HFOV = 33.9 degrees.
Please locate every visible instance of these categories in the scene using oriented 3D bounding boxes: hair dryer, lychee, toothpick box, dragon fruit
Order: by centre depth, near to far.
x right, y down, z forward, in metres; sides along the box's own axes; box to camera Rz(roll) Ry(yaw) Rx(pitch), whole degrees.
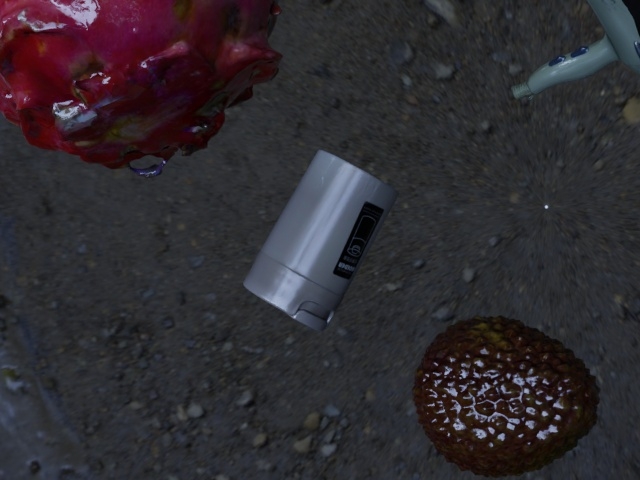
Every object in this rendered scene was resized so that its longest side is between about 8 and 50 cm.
[{"bbox_3d":[-0.196,-0.224,1.075,0.387,0.371,0.248,-22,52,17],"label":"dragon fruit"},{"bbox_3d":[0.000,0.000,1.195,0.111,0.111,0.180,29,90,10],"label":"toothpick box"},{"bbox_3d":[0.258,0.219,1.478,0.271,0.236,0.235,0,92,38],"label":"lychee"},{"bbox_3d":[0.390,-0.318,1.543,0.298,0.296,0.118,-6,54,26],"label":"hair dryer"}]

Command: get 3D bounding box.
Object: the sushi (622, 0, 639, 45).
[{"bbox_3d":[0.264,-0.227,0.681,0.172,0.153,0.150,34,77,-30],"label":"sushi"}]
